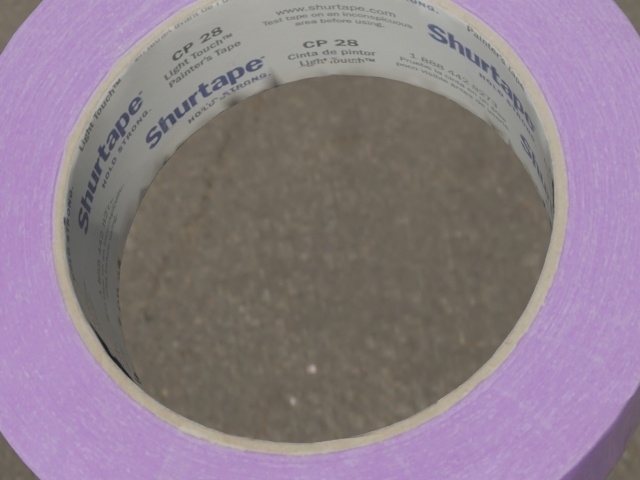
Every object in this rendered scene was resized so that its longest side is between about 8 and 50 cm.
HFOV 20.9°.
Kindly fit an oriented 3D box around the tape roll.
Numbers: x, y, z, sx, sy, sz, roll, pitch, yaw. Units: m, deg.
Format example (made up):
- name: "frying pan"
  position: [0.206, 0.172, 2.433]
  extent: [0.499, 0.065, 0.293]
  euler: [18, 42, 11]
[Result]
- name: "tape roll"
  position: [0.000, 0.000, 0.668]
  extent: [0.275, 0.090, 0.275]
  euler: [-3, 69, 8]
